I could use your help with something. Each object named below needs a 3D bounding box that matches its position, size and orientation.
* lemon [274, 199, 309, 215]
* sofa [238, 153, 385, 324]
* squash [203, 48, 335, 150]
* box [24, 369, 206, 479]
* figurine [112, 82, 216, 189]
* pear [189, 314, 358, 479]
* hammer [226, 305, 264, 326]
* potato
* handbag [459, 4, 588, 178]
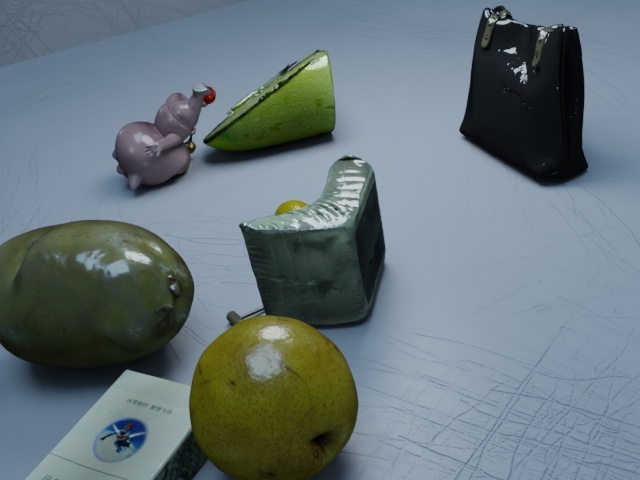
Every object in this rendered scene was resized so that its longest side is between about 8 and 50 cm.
[{"bbox_3d":[-0.046,-0.035,1.390,0.082,0.082,0.110,-18,32,-12],"label":"lemon"},{"bbox_3d":[0.000,0.000,1.214,0.176,0.210,0.225,-1,37,17],"label":"sofa"},{"bbox_3d":[-0.133,-0.325,1.757,0.309,0.210,0.233,-8,18,-5],"label":"squash"},{"bbox_3d":[-0.257,0.289,0.957,0.164,0.069,0.256,8,37,27],"label":"box"},{"bbox_3d":[-0.336,-0.234,1.690,0.287,0.186,0.176,-49,47,3],"label":"figurine"},{"bbox_3d":[-0.054,0.200,0.922,0.209,0.208,0.209,-7,32,5],"label":"pear"},{"bbox_3d":[-0.100,0.116,1.236,0.110,0.019,0.035,-21,34,-26],"label":"hammer"},{"bbox_3d":[-0.356,0.080,1.171,0.326,0.221,0.243,-6,22,9],"label":"potato"},{"bbox_3d":[0.409,-0.310,1.500,0.152,0.288,0.342,-17,33,-19],"label":"handbag"}]
